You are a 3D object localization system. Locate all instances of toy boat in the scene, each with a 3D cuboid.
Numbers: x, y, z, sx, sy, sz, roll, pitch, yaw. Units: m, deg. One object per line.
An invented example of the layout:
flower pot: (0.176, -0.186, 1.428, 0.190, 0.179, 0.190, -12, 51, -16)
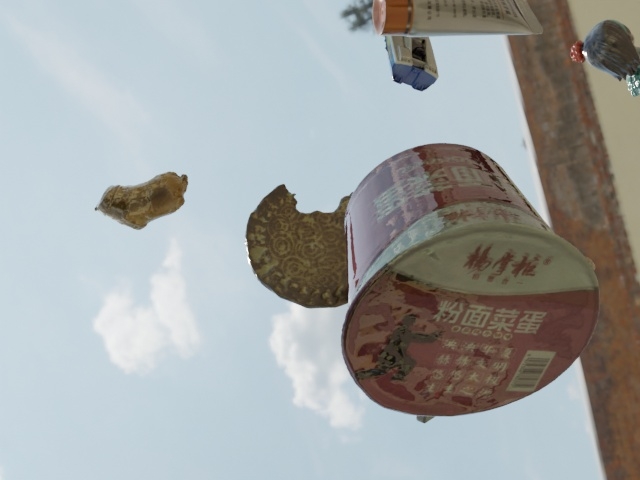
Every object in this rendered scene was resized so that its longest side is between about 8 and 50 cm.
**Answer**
toy boat: (0.223, -0.516, 2.247, 0.129, 0.088, 0.295, 16, -134, -21)

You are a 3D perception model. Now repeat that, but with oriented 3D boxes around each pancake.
pancake: (0.000, 0.000, 1.705, 0.286, 0.288, 0.033, 53, 167, 20)

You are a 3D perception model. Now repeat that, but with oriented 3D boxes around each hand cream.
hand cream: (0.258, -0.438, 1.665, 0.089, 0.315, 0.139, 98, 166, -49)

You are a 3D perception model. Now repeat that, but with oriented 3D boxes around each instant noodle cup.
instant noodle cup: (0.122, 0.028, 0.841, 0.234, 0.235, 0.178, 55, -166, -37)

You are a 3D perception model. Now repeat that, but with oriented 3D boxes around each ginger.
ginger: (-0.340, -0.077, 1.685, 0.069, 0.190, 0.095, 68, -177, -67)

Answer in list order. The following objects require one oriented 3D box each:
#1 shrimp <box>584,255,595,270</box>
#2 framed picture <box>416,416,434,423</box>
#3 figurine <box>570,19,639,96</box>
shrimp: (0.460, 0.026, 1.935, 0.152, 0.287, 0.062, 106, 180, -89)
framed picture: (0.221, 0.107, 1.309, 0.211, 0.020, 0.289, -14, -65, -52)
figurine: (0.730, -0.422, 2.105, 0.246, 0.138, 0.110, 34, -142, -7)
